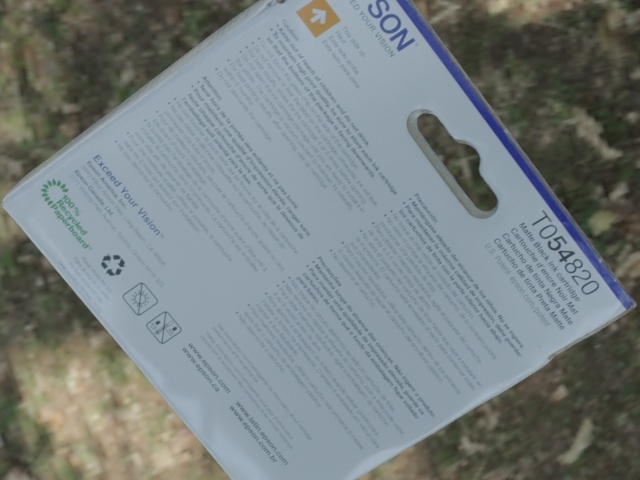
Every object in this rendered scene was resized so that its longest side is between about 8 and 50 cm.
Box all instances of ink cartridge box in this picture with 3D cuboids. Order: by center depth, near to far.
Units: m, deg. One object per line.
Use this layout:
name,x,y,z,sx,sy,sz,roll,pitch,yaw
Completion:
ink cartridge box,0.000,0.000,0.897,0.224,0.045,0.223,-33,105,18
